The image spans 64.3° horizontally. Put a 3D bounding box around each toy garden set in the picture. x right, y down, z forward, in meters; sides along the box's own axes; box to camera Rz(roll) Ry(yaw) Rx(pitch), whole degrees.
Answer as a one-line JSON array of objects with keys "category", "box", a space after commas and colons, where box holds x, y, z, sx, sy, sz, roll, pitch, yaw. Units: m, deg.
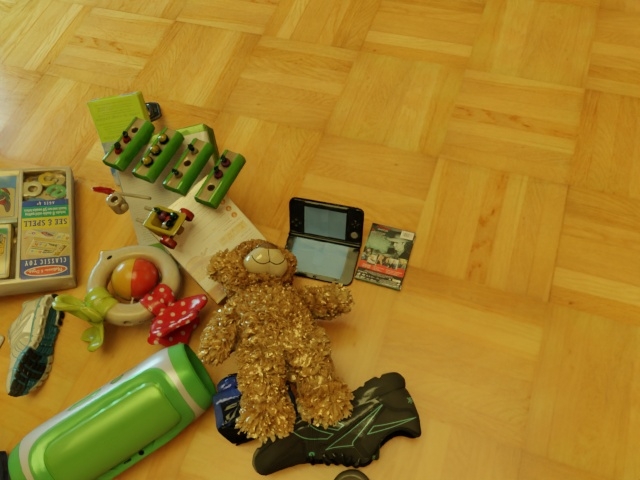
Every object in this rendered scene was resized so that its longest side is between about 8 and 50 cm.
[{"category": "toy garden set", "box": [-0.286, -0.111, 0.883, 0.244, 0.049, 0.203, 21, 68, 16]}]

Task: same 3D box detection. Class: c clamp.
[{"category": "c clamp", "box": [-0.424, -0.279, 1.138, 0.137, 0.022, 0.160, -17, 34, -18]}]

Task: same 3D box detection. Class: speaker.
[{"category": "speaker", "box": [-0.319, 0.288, 0.806, 0.297, 0.131, 0.131, -32, 64, -9]}]

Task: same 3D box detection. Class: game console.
[{"category": "game console", "box": [0.000, 0.000, 0.938, 0.144, 0.124, 0.085, 11, 39, 12]}]

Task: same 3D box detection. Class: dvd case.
[{"category": "dvd case", "box": [0.121, 0.028, 0.945, 0.087, 0.013, 0.119, 14, 67, 14]}]

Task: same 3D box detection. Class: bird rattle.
[{"category": "bird rattle", "box": [-0.328, 0.092, 0.906, 0.254, 0.143, 0.206, -6, 55, 2]}]

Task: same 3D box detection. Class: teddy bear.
[{"category": "teddy bear", "box": [-0.067, 0.130, 0.773, 0.245, 0.113, 0.337, 0, 56, 1]}]

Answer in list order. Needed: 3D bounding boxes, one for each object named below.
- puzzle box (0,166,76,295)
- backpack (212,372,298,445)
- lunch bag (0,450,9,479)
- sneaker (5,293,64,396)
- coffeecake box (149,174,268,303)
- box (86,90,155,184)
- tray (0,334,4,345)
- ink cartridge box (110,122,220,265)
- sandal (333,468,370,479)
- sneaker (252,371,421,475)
[{"category": "puzzle box", "box": [-0.692, -0.014, 0.971, 0.409, 0.052, 0.272, -6, 62, -19]}, {"category": "backpack", "box": [-0.101, 0.256, 0.810, 0.120, 0.098, 0.101, -17, 59, 0]}, {"category": "lunch bag", "box": [-0.540, 0.389, 0.815, 0.067, 0.065, 0.098, -33, 59, 11]}, {"category": "sneaker", "box": [-0.533, 0.189, 0.922, 0.083, 0.071, 0.190, -6, 54, 11]}, {"category": "coffeecake box", "box": [-0.197, 0.000, 0.926, 0.142, 0.068, 0.185, -42, 94, -14]}, {"category": "box", "box": [-0.403, -0.213, 1.068, 0.109, 0.178, 0.042, -9, 25, 3]}, {"category": "tray", "box": [-0.705, 0.276, 0.915, 0.145, 0.030, 0.270, 14, 66, 13]}, {"category": "ink cartridge box", "box": [-0.282, -0.084, 1.018, 0.189, 0.097, 0.255, -13, 97, 0]}, {"category": "sandal", "box": [0.077, 0.434, 0.717, 0.090, 0.060, 0.219, -21, 62, -4]}, {"category": "sneaker", "box": [0.027, 0.299, 0.771, 0.267, 0.101, 0.106, -25, 65, -5]}]
